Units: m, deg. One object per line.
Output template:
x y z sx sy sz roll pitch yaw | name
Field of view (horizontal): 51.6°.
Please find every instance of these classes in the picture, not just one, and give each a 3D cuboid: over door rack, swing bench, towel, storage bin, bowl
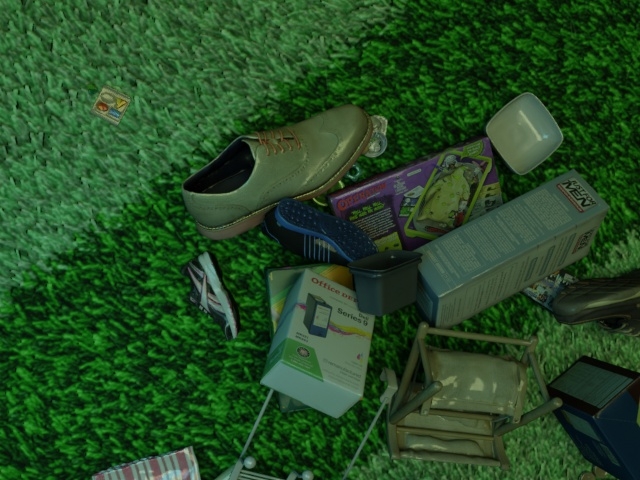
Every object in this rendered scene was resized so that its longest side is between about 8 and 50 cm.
-0.016 0.371 1.222 0.240 0.108 0.324 18 98 -16 | over door rack
0.283 0.313 1.305 0.254 0.165 0.254 9 131 -12 | swing bench
-0.323 0.487 1.260 0.197 0.029 0.144 -14 82 -6 | towel
0.114 0.076 1.189 0.135 0.098 0.090 -16 107 -44 | storage bin
0.418 -0.222 1.390 0.142 0.053 0.142 -39 98 -7 | bowl

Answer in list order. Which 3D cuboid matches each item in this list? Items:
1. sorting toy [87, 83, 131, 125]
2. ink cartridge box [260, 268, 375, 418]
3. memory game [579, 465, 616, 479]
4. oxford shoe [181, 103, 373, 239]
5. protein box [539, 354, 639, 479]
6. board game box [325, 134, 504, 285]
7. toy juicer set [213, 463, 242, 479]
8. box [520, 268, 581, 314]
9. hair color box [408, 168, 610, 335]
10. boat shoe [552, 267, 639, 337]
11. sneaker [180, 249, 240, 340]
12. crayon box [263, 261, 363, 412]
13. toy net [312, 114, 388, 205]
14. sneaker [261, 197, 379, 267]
-0.410 -0.263 1.258 0.083 0.012 0.062 26 87 -10 | sorting toy
0.003 0.176 1.161 0.154 0.093 0.212 27 42 -11 | ink cartridge box
0.639 0.576 1.467 0.186 0.012 0.186 0 90 -10 | memory game
-0.073 -0.149 1.233 0.397 0.146 0.140 -36 60 -9 | oxford shoe
0.599 0.369 1.359 0.136 0.201 0.199 -36 97 -8 | protein box
0.201 -0.057 1.334 0.347 0.056 0.208 -21 113 -10 | board game box
-0.121 0.557 1.289 0.329 0.089 0.209 33 85 -9 | toy juicer set
0.492 0.098 1.423 0.137 0.027 0.093 31 84 -9 | box
0.360 0.026 1.306 0.375 0.185 0.113 -26 60 -9 | hair color box
0.649 0.141 1.388 0.356 0.132 0.130 -10 99 -18 | boat shoe
-0.213 0.113 1.283 0.077 0.072 0.178 -22 87 3 | sneaker
-0.015 0.183 1.304 0.166 0.081 0.278 -6 92 -10 | crayon box
0.078 -0.150 1.333 0.122 0.045 0.232 38 84 -9 | toy net
0.000 0.000 1.250 0.232 0.090 0.081 29 54 -17 | sneaker
